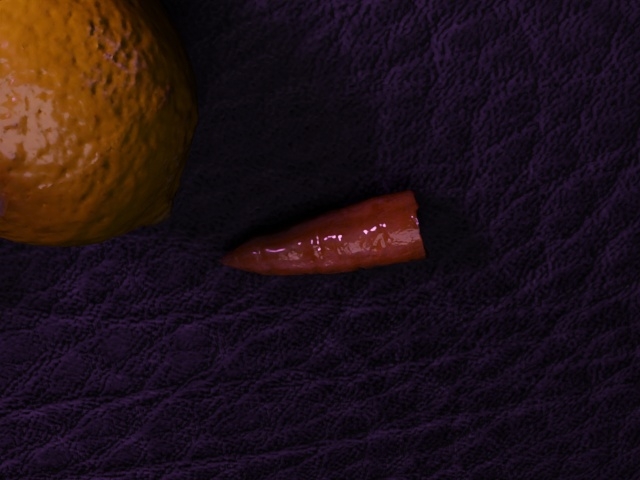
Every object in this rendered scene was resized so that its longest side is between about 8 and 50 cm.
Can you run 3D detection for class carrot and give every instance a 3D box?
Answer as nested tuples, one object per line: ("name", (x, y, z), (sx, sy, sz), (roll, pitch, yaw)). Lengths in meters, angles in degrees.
("carrot", (0.000, 0.000, 1.417), (0.205, 0.072, 0.072), (-9, 124, 10))

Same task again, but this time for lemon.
("lemon", (-0.227, -0.122, 1.205), (0.253, 0.253, 0.310), (-39, 113, 20))
